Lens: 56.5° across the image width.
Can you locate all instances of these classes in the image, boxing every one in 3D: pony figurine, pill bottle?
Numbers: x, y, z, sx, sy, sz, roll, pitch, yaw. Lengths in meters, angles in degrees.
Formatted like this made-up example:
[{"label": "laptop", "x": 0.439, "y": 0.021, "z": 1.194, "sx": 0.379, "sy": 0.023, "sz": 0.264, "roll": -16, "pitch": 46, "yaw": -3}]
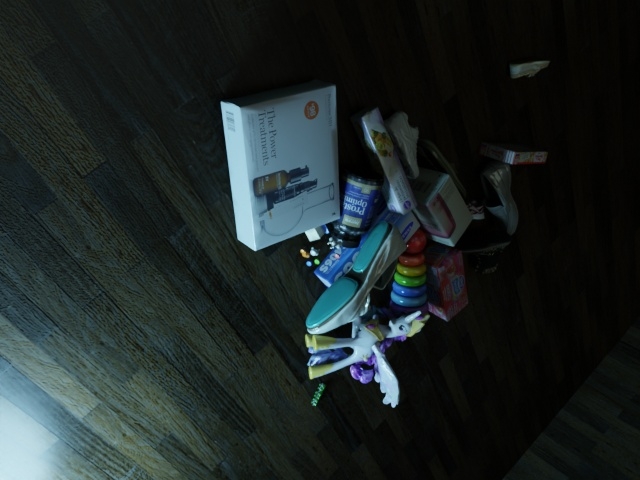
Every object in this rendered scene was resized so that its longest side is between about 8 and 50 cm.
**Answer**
[{"label": "pony figurine", "x": 0.140, "y": 0.334, "z": 1.859, "sx": 0.363, "sy": 0.303, "sz": 0.351, "roll": -6, "pitch": 141, "yaw": -11}, {"label": "pill bottle", "x": 0.096, "y": -0.094, "z": 1.707, "sx": 0.122, "sy": 0.123, "sz": 0.219, "roll": -4, "pitch": 118, "yaw": -39}]

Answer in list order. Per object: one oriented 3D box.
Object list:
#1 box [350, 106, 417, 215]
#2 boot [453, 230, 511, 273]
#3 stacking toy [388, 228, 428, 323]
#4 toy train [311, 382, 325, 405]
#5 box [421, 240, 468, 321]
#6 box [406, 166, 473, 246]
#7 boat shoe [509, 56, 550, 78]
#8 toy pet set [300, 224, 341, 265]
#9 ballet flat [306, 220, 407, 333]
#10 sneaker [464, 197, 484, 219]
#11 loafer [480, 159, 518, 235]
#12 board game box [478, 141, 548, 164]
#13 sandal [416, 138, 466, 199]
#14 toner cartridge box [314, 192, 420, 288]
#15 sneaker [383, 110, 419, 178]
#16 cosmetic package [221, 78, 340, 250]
[{"label": "box", "x": 0.184, "y": -0.224, "z": 1.709, "sx": 0.063, "sy": 0.067, "sz": 0.324, "roll": -35, "pitch": 116, "yaw": -19}, {"label": "boot", "x": 0.578, "y": 0.056, "z": 2.211, "sx": 0.236, "sy": 0.085, "sz": 0.179, "roll": -9, "pitch": 138, "yaw": -13}, {"label": "stacking toy", "x": 0.304, "y": 0.114, "z": 1.998, "sx": 0.141, "sy": 0.141, "sz": 0.330, "roll": -12, "pitch": 112, "yaw": -36}, {"label": "toy train", "x": -0.006, "y": 0.518, "z": 2.004, "sx": 0.023, "sy": 0.017, "sz": 0.083, "roll": 14, "pitch": 102, "yaw": -54}, {"label": "box", "x": 0.425, "y": 0.140, "z": 2.099, "sx": 0.122, "sy": 0.128, "sz": 0.257, "roll": -34, "pitch": 128, "yaw": -22}, {"label": "box", "x": 0.362, "y": -0.108, "z": 1.904, "sx": 0.127, "sy": 0.148, "sz": 0.232, "roll": -54, "pitch": 133, "yaw": -13}, {"label": "boat shoe", "x": 0.707, "y": -0.585, "z": 2.027, "sx": 0.170, "sy": 0.063, "sz": 0.059, "roll": -15, "pitch": 123, "yaw": -24}, {"label": "toy pet set", "x": 0.000, "y": 0.000, "z": 1.709, "sx": 0.065, "sy": 0.122, "sz": 0.114, "roll": -46, "pitch": 115, "yaw": -48}, {"label": "ballet flat", "x": 0.122, "y": 0.130, "z": 1.725, "sx": 0.400, "sy": 0.139, "sz": 0.139, "roll": -53, "pitch": 134, "yaw": -10}, {"label": "sneaker", "x": 0.514, "y": -0.111, "z": 2.103, "sx": 0.178, "sy": 0.072, "sz": 0.077, "roll": -9, "pitch": 105, "yaw": -45}, {"label": "loafer", "x": 0.639, "y": -0.142, "z": 2.160, "sx": 0.111, "sy": 0.112, "sz": 0.319, "roll": -32, "pitch": 122, "yaw": -16}, {"label": "board game box", "x": 0.670, "y": -0.306, "z": 2.071, "sx": 0.193, "sy": 0.146, "sz": 0.045, "roll": -7, "pitch": 115, "yaw": -37}, {"label": "sandal", "x": 0.396, "y": -0.228, "z": 1.909, "sx": 0.086, "sy": 0.120, "sz": 0.303, "roll": -58, "pitch": 135, "yaw": -20}, {"label": "toner cartridge box", "x": 0.150, "y": 0.023, "z": 1.848, "sx": 0.348, "sy": 0.075, "sz": 0.165, "roll": -50, "pitch": 134, "yaw": -9}, {"label": "sneaker", "x": 0.262, "y": -0.287, "z": 1.783, "sx": 0.115, "sy": 0.090, "sz": 0.232, "roll": -46, "pitch": 134, "yaw": -17}, {"label": "cosmetic package", "x": -0.089, "y": -0.195, "z": 1.530, "sx": 0.284, "sy": 0.097, "sz": 0.377, "roll": -24, "pitch": 124, "yaw": -33}]
